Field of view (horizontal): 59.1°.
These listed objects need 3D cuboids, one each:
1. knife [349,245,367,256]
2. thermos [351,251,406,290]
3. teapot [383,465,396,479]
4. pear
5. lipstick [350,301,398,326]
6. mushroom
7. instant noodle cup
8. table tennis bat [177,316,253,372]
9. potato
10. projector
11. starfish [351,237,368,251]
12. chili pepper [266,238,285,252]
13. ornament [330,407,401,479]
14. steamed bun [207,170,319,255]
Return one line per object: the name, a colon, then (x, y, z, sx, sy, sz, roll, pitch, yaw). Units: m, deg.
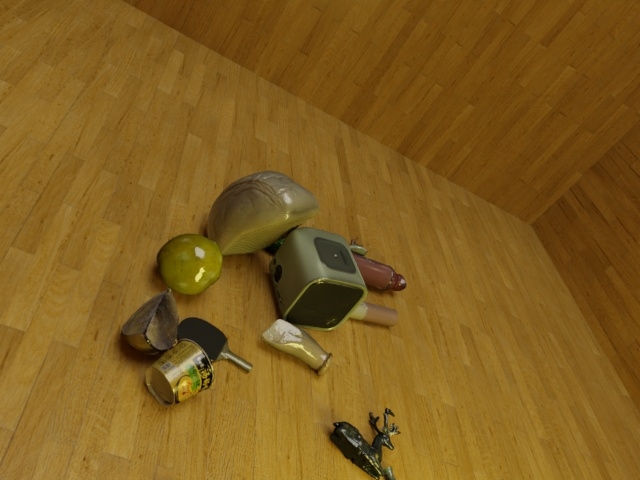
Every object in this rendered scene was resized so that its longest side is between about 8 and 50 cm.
knife: (0.000, -0.001, 2.267, 0.398, 0.132, 0.038, 18, 64, -20)
thermos: (0.203, 0.138, 2.327, 0.330, 0.136, 0.110, 21, 62, -26)
teapot: (0.212, 0.706, 1.622, 0.042, 0.043, 0.111, 15, 33, -34)
pear: (-0.394, 0.071, 1.713, 0.198, 0.198, 0.198, 26, 32, -18)
lipstick: (0.179, 0.272, 2.138, 0.254, 0.070, 0.070, 17, 36, -32)
mushroom: (-0.070, 0.330, 1.783, 0.246, 0.096, 0.108, 34, 5, -11)
instant noodle cup: (-0.362, 0.339, 1.427, 0.151, 0.151, 0.122, 47, 41, 16)
table tennis bat: (-0.305, 0.308, 1.639, 0.246, 0.022, 0.138, 33, 31, -5)
potato: (-0.461, 0.245, 1.524, 0.261, 0.100, 0.121, -90, 162, -70)
projector: (-0.014, 0.134, 1.948, 0.248, 0.249, 0.249, 15, 37, -33)
starfish: (0.168, 0.024, 2.504, 0.078, 0.028, 0.091, 22, 31, -35)
chili pepper: (-0.206, -0.028, 2.139, 0.257, 0.074, 0.100, 42, 31, 8)
ornament: (0.142, 0.570, 1.697, 0.202, 0.080, 0.236, 43, 33, 4)
steamed bun: (-0.214, -0.114, 1.926, 0.247, 0.383, 0.236, -8, 73, -53)
